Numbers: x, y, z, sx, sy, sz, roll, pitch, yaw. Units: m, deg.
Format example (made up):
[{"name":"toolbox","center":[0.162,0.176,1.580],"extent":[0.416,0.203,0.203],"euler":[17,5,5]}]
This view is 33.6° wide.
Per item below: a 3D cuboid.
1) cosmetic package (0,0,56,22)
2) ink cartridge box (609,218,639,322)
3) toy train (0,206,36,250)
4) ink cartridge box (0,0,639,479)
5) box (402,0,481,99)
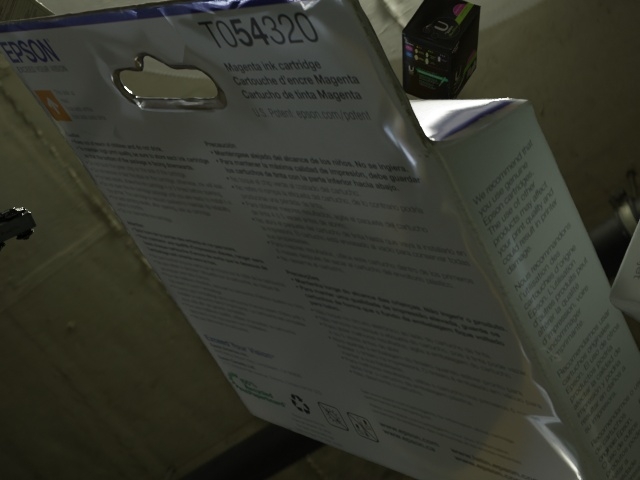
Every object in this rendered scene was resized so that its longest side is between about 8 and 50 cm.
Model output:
[{"name":"cosmetic package","center":[-0.326,-0.231,1.139],"extent":[0.041,0.060,0.115],"euler":[-4,-27,37]},{"name":"ink cartridge box","center":[0.203,-0.020,0.302],"extent":[0.086,0.208,0.153],"euler":[26,-97,-23]},{"name":"toy train","center":[-0.283,0.014,0.765],"extent":[0.158,0.036,0.027],"euler":[-26,-68,-20]},{"name":"ink cartridge box","center":[0.000,0.000,0.567],"extent":[0.324,0.071,0.330],"euler":[10,-43,50]},{"name":"box","center":[0.110,-0.175,0.975],"extent":[0.052,0.062,0.083],"euler":[24,-28,19]}]
